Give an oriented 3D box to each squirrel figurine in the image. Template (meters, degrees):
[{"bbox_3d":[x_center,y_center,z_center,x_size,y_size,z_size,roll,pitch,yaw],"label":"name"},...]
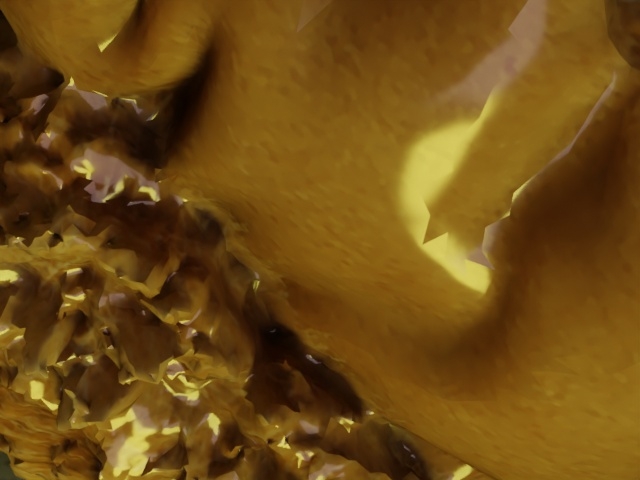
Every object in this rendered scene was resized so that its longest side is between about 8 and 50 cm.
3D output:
[{"bbox_3d":[-0.031,-0.062,0.556,0.370,0.281,0.397,25,120,-28],"label":"squirrel figurine"}]
